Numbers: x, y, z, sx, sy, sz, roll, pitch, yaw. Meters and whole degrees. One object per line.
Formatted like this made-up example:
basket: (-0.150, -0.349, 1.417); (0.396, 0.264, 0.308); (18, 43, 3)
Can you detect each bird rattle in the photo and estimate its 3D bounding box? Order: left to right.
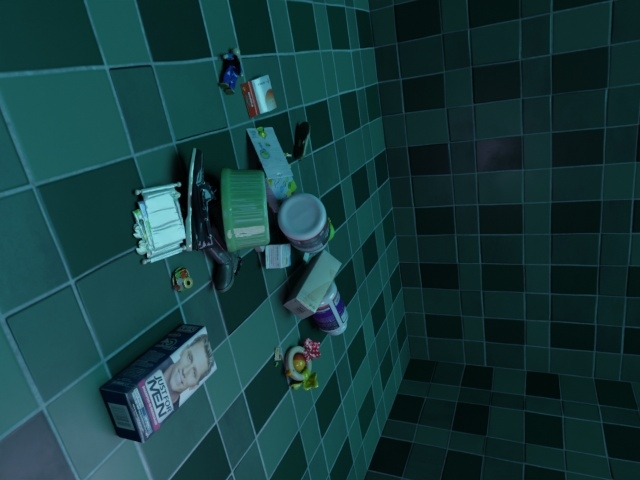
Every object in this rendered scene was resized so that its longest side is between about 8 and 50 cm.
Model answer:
bird rattle: (-0.085, 0.589, 2.177); (0.207, 0.143, 0.254); (33, 56, -41)

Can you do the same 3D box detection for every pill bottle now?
pill bottle: (-0.062, -0.063, 2.049); (0.363, 0.210, 0.210); (66, 29, -75)
pill bottle: (0.036, 0.355, 2.358); (0.323, 0.181, 0.181); (67, 34, -40)

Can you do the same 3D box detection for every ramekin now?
ramekin: (-0.265, -0.112, 1.610); (0.303, 0.148, 0.303); (175, -90, -83)

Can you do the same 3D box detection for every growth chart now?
growth chart: (-0.493, -0.055, 1.380); (0.172, 0.021, 0.237); (-12, 102, -42)

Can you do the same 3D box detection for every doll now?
doll: (-0.341, -0.663, 1.731); (0.129, 0.046, 0.189); (43, 52, -58)

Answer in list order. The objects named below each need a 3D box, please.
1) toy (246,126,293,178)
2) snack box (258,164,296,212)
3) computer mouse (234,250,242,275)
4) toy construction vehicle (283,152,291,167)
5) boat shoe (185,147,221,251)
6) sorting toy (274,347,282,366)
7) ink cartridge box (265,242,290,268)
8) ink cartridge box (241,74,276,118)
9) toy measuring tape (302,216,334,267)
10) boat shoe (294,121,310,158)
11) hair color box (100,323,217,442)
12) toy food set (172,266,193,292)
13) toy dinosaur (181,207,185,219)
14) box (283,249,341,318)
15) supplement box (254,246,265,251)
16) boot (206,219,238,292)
toy: (-0.222, -0.361, 1.895); (0.137, 0.056, 0.237); (-15, 81, -41)
snack box: (-0.196, -0.255, 2.006); (0.207, 0.070, 0.174); (62, 37, -41)
computer mouse: (-0.312, 0.027, 1.793); (0.071, 0.041, 0.242); (40, 54, -59)
toy construction vehicle: (-0.153, -0.342, 1.977); (0.098, 0.035, 0.086); (-15, 101, -64)
boat shoe: (-0.387, -0.132, 1.495); (0.127, 0.113, 0.340); (178, -86, -73)
sorting toy: (-0.193, 0.535, 2.069); (0.062, 0.012, 0.083); (24, 68, -63)
ink cartridge box: (-0.185, 0.068, 1.992); (0.181, 0.061, 0.104); (-11, 100, -77)
ink cartridge box: (-0.258, -0.613, 1.910); (0.179, 0.045, 0.145); (-55, 137, -54)
toy measuring tape: (0.000, 0.000, 2.366); (0.121, 0.121, 0.330); (61, 38, -45)
boat shoe: (-0.089, -0.497, 2.254); (0.072, 0.068, 0.190); (38, 65, -73)
hair color box: (-0.474, 0.417, 1.373); (0.347, 0.105, 0.174); (-44, 129, -58)
toy food set: (-0.461, 0.131, 1.499); (0.082, 0.020, 0.083); (-40, 126, -58)
toy dinosaur: (-0.478, -0.080, 1.448); (0.082, 0.047, 0.090); (-38, 137, -37)
box: (-0.035, 0.208, 2.164); (0.121, 0.148, 0.311); (39, 56, -10)
supplement box: (-0.263, -0.008, 1.898); (0.062, 0.036, 0.098); (-66, 145, -42)
boot: (-0.375, 0.057, 1.619); (0.208, 0.076, 0.190); (71, 16, -47)
